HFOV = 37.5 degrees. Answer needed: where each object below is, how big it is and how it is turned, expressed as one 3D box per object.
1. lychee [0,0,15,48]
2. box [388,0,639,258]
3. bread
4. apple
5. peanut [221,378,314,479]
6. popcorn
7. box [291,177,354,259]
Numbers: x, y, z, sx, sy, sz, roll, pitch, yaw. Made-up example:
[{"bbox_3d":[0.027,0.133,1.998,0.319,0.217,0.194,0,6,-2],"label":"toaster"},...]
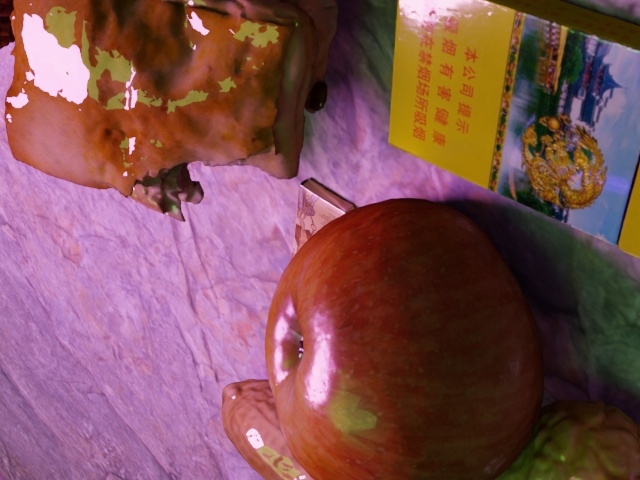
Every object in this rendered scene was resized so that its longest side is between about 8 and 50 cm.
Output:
[{"bbox_3d":[-0.418,-0.361,1.119,0.261,0.261,0.260,28,137,30],"label":"lychee"},{"bbox_3d":[0.208,-0.105,0.804,0.335,0.047,0.187,28,136,29],"label":"box"},{"bbox_3d":[-0.182,-0.162,0.977,0.370,0.191,0.314,28,130,17],"label":"bread"},{"bbox_3d":[0.066,0.112,0.936,0.309,0.250,0.277,50,148,35],"label":"apple"},{"bbox_3d":[-0.026,0.301,1.311,0.305,0.147,0.147,39,141,18],"label":"peanut"},{"bbox_3d":[0.250,0.246,0.937,0.180,0.180,0.170,-22,82,53],"label":"popcorn"},{"bbox_3d":[0.000,0.000,1.134,0.073,0.020,0.149,32,139,25],"label":"box"}]
